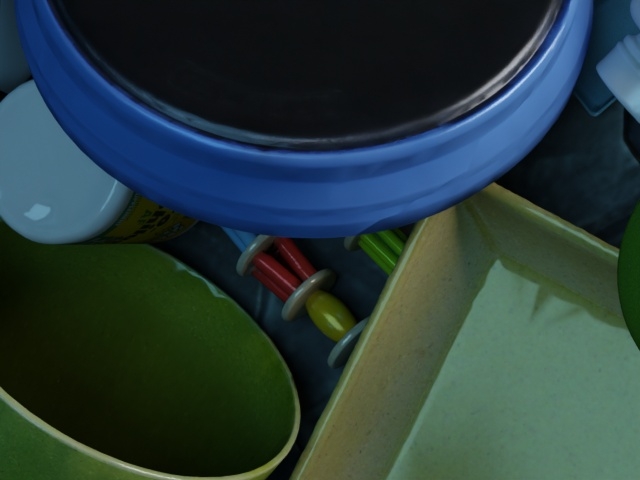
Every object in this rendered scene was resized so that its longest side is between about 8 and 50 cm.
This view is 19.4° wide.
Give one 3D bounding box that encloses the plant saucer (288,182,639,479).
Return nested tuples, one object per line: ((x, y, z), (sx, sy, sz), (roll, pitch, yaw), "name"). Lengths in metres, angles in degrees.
((0.166, 0.167, 1.289), (0.333, 0.081, 0.333), (29, 99, 20), "plant saucer")

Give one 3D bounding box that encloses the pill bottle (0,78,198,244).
((-0.142, -0.055, 1.341), (0.118, 0.208, 0.117), (0, 90, 21), "pill bottle")

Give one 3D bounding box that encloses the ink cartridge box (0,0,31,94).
((-0.400, -0.141, 1.430), (0.395, 0.166, 0.285), (-50, 54, 13), "ink cartridge box")

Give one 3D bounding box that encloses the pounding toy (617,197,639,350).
((0.273, 0.006, 1.130), (0.183, 0.110, 0.237), (27, 107, 13), "pounding toy")

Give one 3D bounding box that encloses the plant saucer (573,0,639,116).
((0.244, -0.170, 1.298), (0.192, 0.018, 0.067), (-40, 76, 15), "plant saucer")

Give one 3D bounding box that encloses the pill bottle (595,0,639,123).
((0.284, -0.156, 1.215), (0.215, 0.117, 0.117), (-43, 75, 16), "pill bottle")

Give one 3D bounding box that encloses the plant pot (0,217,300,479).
((-0.204, 0.178, 1.355), (0.275, 0.275, 0.293), (41, 118, 17), "plant pot")

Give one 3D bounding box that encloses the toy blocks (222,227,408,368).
((0.000, 0.000, 1.369), (0.148, 0.054, 0.123), (45, 105, 16), "toy blocks")

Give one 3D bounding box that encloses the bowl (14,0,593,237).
((-0.010, -0.186, 1.248), (0.391, 0.077, 0.391), (1, 59, -2), "bowl")

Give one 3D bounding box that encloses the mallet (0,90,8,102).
((-0.220, -0.145, 1.289), (0.062, 0.039, 0.189), (29, 129, 17), "mallet")
